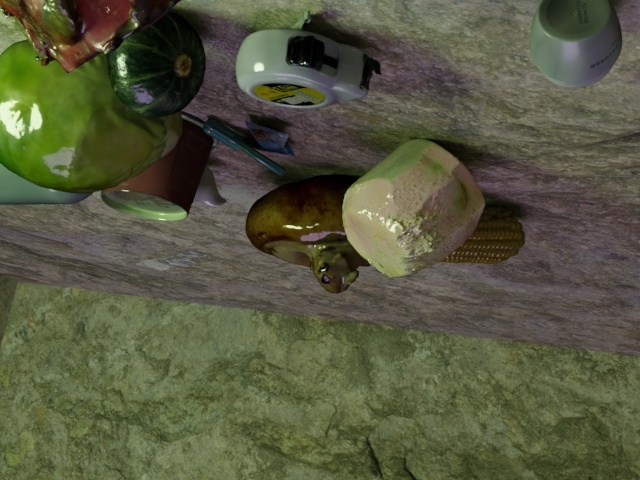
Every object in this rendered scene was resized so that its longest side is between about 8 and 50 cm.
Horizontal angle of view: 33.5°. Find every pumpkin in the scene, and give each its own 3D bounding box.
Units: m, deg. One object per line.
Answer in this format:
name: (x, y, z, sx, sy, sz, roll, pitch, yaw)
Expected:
pumpkin: (-0.255, -0.275, 1.646, 0.125, 0.167, 0.167, 15, 168, 23)

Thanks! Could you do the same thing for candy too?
candy: (-0.096, -0.199, 2.064, 0.088, 0.038, 0.136, 20, 168, 8)

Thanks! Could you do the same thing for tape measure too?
tape measure: (-0.036, -0.272, 1.636, 0.196, 0.105, 0.178, -1, 168, 44)

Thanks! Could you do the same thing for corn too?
corn: (0.283, -0.013, 2.199, 0.347, 0.130, 0.130, 0, 172, -29)

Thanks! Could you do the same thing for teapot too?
teapot: (-0.313, -0.134, 2.311, 0.226, 0.092, 0.145, 9, -158, 12)

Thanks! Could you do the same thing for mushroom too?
mushroom: (0.000, 0.000, 2.287, 0.346, 0.259, 0.345, 6, 165, 2)

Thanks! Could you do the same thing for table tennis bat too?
table tennis bat: (-0.151, -0.185, 2.112, 0.201, 0.033, 0.124, 30, -177, -35)

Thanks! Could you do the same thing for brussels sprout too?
brussels sprout: (-0.407, -0.225, 1.789, 0.344, 0.268, 0.344, -1, -154, 0)

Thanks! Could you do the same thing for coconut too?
coconut: (0.186, -0.064, 1.983, 0.233, 0.245, 0.233, 41, 157, 22)

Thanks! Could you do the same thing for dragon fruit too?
dragon fruit: (-0.250, -0.369, 1.187, 0.263, 0.296, 0.314, 54, 152, -16)

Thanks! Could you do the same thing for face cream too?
face cream: (0.326, -0.262, 1.362, 0.117, 0.117, 0.104, 6, 156, 19)

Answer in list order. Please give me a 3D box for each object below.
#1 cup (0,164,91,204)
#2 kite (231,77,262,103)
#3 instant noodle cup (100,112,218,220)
cup: (-0.608, -0.173, 2.210, 0.312, 0.205, 0.205, 3, 163, 27)
kite: (-0.092, -0.267, 1.867, 0.137, 0.005, 0.152, 12, 166, 1)
instant noodle cup: (-0.336, -0.151, 2.140, 0.235, 0.178, 0.235, 9, 164, 3)
